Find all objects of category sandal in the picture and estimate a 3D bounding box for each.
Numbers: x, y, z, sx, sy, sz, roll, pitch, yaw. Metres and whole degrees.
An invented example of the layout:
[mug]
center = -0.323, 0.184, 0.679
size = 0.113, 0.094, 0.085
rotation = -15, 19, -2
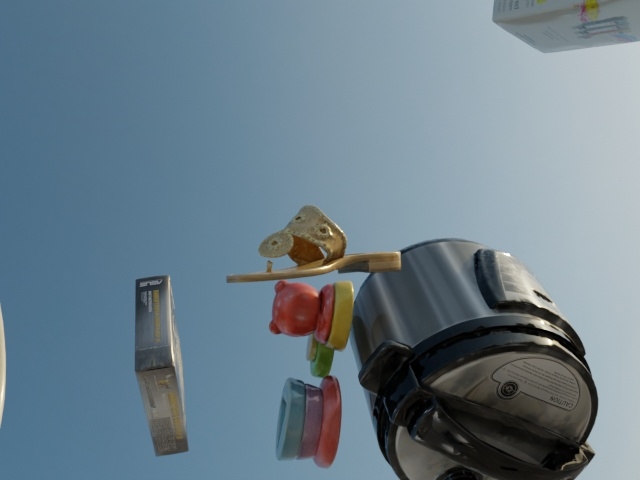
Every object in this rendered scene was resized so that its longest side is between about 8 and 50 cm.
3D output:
[sandal]
center = -0.004, 0.000, 0.669
size = 0.240, 0.088, 0.079
rotation = -2, -92, -42

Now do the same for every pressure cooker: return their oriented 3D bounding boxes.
[pressure cooker]
center = 0.256, 0.238, 1.044
size = 0.369, 0.420, 0.376
rotation = -14, -61, 1

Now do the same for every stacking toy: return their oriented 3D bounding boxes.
[stacking toy]
center = -0.039, 0.230, 1.070
size = 0.130, 0.279, 0.309
rotation = 8, -106, -6

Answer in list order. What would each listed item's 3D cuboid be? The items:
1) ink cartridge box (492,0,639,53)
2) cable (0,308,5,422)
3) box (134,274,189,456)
[ink cartridge box]
center = 0.287, -0.276, 0.607
size = 0.127, 0.176, 0.128
rotation = 6, -89, -46
[cable]
center = -0.255, 0.027, 0.326
size = 0.089, 0.257, 0.257
rotation = -12, -74, -12
[box]
center = -0.251, 0.199, 0.962
size = 0.056, 0.183, 0.231
rotation = -7, -48, -12
